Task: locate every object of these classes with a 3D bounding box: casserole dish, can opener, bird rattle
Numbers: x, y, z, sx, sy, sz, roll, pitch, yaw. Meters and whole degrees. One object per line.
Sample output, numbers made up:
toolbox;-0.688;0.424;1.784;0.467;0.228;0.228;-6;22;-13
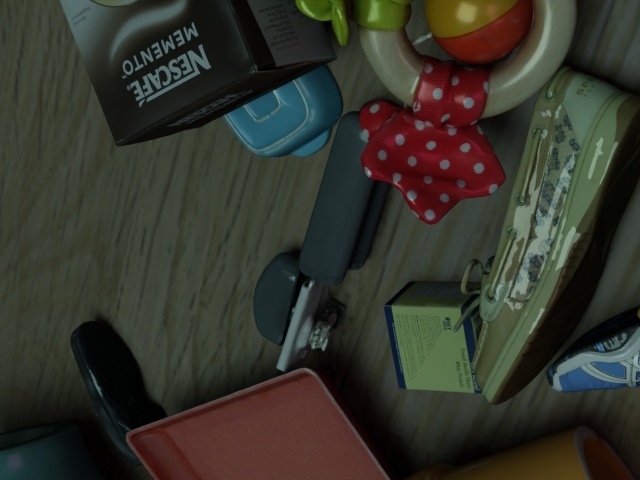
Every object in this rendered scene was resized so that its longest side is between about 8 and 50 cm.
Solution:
casserole dish;-0.061;-0.153;1.245;0.114;0.037;0.188;-30;94;36
can opener;0.000;0.000;1.256;0.093;0.074;0.280;31;124;15
bird rattle;0.094;-0.151;1.059;0.207;0.143;0.253;-26;102;15

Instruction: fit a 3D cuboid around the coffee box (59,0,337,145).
coffee box;-0.130;-0.247;1.156;0.168;0.119;0.297;-23;88;35

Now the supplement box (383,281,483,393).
supplement box;0.110;0.084;1.243;0.083;0.056;0.083;0;112;30

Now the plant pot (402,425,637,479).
plant pot;0.179;0.259;1.213;0.188;0.205;0.205;-36;92;21

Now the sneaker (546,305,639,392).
sneaker;0.277;0.093;1.137;0.211;0.080;0.081;-23;96;37

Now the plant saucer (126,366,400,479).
plant saucer;-0.026;0.245;1.384;0.258;0.047;0.259;-24;108;36

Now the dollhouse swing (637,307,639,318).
dollhouse swing;0.461;-0.025;0.956;0.347;0.305;0.315;30;158;12

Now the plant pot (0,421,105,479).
plant pot;-0.319;0.335;1.497;0.272;0.272;0.255;-13;91;34

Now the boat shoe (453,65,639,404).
boat shoe;0.180;0.000;1.145;0.089;0.105;0.285;31;113;25

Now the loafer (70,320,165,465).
loafer;-0.218;0.164;1.469;0.061;0.062;0.170;-19;100;40
